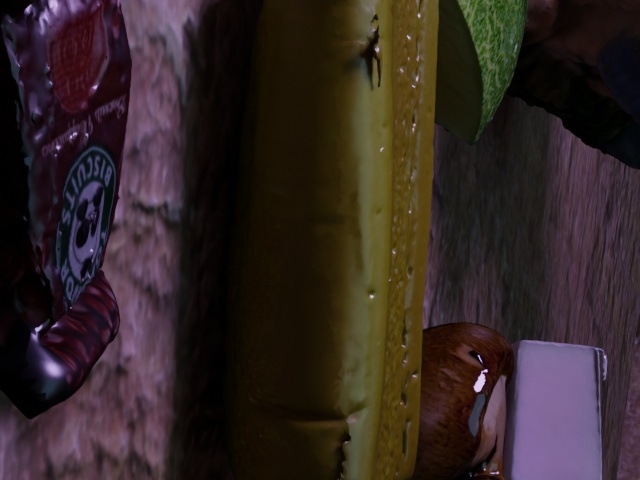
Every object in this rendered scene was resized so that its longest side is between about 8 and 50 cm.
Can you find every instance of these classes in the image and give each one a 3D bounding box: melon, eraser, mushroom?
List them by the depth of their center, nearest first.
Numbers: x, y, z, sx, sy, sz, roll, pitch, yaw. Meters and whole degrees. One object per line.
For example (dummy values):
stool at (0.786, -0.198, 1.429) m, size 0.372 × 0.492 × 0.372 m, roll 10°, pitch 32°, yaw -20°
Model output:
melon at (0.079, -0.217, 1.372) m, size 0.323 × 0.124 × 0.196 m, roll 60°, pitch 31°, yaw -66°
mushroom at (0.073, 0.163, 1.490) m, size 0.194 × 0.138 × 0.231 m, roll -87°, pitch -173°, yaw -66°
eraser at (0.164, 0.161, 1.672) m, size 0.287 × 0.086 × 0.130 m, roll 134°, pitch -40°, yaw -77°

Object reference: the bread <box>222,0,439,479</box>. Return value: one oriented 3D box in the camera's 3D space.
bread at (0.000, 0.000, 1.186) m, size 0.166 × 0.112 × 0.384 m, roll -21°, pitch 115°, yaw -69°

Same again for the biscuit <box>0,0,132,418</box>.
biscuit at (-0.115, -0.045, 0.858) m, size 0.151 × 0.063 × 0.235 m, roll -42°, pitch 137°, yaw -66°

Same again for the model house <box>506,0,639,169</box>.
model house at (0.426, -0.221, 1.755) m, size 0.445 × 0.400 × 0.395 m, roll 40°, pitch 77°, yaw -50°
